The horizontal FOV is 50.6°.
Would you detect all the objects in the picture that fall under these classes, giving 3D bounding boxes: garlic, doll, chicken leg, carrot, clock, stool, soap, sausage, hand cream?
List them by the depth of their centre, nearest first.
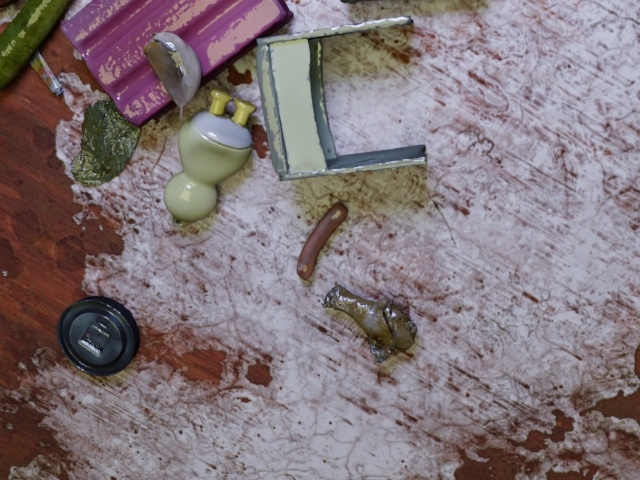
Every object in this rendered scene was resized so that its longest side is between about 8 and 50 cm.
[{"bbox_3d":[-0.244,-0.296,1.169,0.084,0.066,0.152,-23,104,43],"label":"garlic"},{"bbox_3d":[0.044,-0.252,1.199,0.269,0.170,0.244,-5,106,11],"label":"stool"},{"bbox_3d":[-0.257,-0.399,1.228,0.359,0.128,0.233,-31,101,17],"label":"soap"},{"bbox_3d":[-0.550,-0.423,1.304,0.358,0.074,0.074,-43,96,15],"label":"carrot"},{"bbox_3d":[-0.225,-0.149,1.313,0.141,0.117,0.296,18,124,-28],"label":"doll"},{"bbox_3d":[0.000,0.000,1.349,0.047,0.040,0.177,30,109,-7],"label":"sausage"},{"bbox_3d":[-0.551,-0.334,1.354,0.035,0.022,0.102,-33,94,23],"label":"hand cream"},{"bbox_3d":[0.103,0.156,1.362,0.196,0.080,0.125,44,121,-4],"label":"chicken leg"},{"bbox_3d":[-0.489,0.210,1.494,0.184,0.040,0.184,3,108,9],"label":"clock"}]

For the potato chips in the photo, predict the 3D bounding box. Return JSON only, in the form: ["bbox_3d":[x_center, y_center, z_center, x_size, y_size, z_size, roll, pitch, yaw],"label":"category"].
[{"bbox_3d":[-0.438,-0.207,1.371,0.209,0.026,0.142,-34,96,17],"label":"potato chips"}]

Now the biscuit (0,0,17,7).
[{"bbox_3d":[-0.637,-0.599,1.261,0.318,0.040,0.318,4,104,15],"label":"biscuit"}]

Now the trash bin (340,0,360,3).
[{"bbox_3d":[0.150,-0.525,1.128,0.247,0.121,0.243,1,106,7],"label":"trash bin"}]
